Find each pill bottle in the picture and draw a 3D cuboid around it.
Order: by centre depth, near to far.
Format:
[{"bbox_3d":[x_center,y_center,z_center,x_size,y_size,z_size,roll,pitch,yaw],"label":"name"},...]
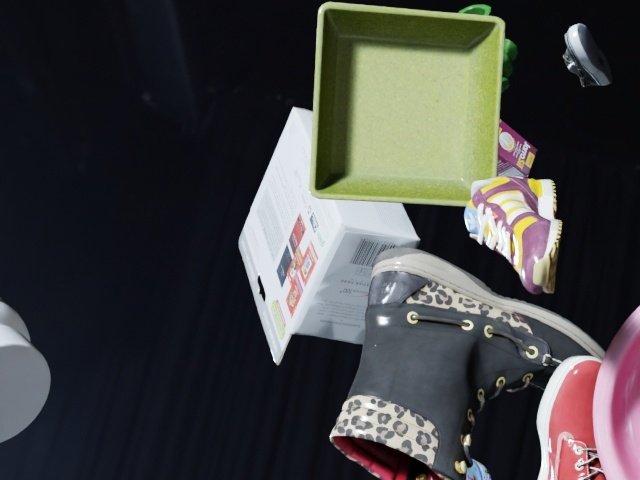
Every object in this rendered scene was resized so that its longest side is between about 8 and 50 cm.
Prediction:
[{"bbox_3d":[-0.452,0.117,1.484,0.283,0.161,0.161,34,-8,43],"label":"pill bottle"}]

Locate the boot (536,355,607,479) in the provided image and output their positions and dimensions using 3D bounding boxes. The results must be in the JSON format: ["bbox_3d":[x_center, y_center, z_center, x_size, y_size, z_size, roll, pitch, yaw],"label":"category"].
[{"bbox_3d":[0.314,0.263,1.378,0.088,0.244,0.176,3,10,-18],"label":"boot"}]

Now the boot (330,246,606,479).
[{"bbox_3d":[0.201,0.205,1.599,0.377,0.284,0.138,30,-32,-13],"label":"boot"}]

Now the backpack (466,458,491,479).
[{"bbox_3d":[0.206,0.402,1.854,0.117,0.173,0.158,11,-2,-20],"label":"backpack"}]

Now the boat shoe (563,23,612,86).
[{"bbox_3d":[0.324,-0.223,1.517,0.040,0.049,0.142,-13,-21,25],"label":"boat shoe"}]

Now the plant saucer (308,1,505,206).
[{"bbox_3d":[0.081,-0.130,1.207,0.188,0.188,0.045,3,2,-12],"label":"plant saucer"}]

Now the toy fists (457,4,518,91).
[{"bbox_3d":[0.234,-0.262,2.018,0.096,0.279,0.142,4,-47,40],"label":"toy fists"}]

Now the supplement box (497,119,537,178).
[{"bbox_3d":[0.265,-0.128,1.773,0.083,0.055,0.043,35,-32,-19],"label":"supplement box"}]

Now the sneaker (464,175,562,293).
[{"bbox_3d":[0.172,-0.006,1.113,0.084,0.185,0.069,5,-68,5],"label":"sneaker"}]

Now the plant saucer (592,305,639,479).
[{"bbox_3d":[0.446,0.182,1.237,0.332,0.332,0.084,3,9,26],"label":"plant saucer"}]

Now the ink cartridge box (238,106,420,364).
[{"bbox_3d":[0.000,0.000,1.853,0.130,0.309,0.272,10,-55,-24],"label":"ink cartridge box"}]
